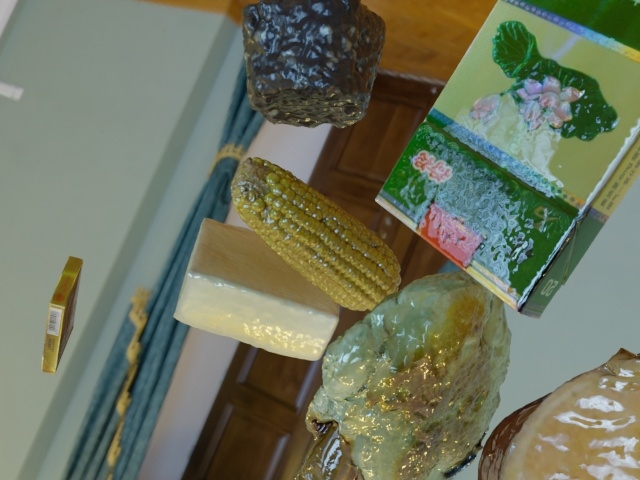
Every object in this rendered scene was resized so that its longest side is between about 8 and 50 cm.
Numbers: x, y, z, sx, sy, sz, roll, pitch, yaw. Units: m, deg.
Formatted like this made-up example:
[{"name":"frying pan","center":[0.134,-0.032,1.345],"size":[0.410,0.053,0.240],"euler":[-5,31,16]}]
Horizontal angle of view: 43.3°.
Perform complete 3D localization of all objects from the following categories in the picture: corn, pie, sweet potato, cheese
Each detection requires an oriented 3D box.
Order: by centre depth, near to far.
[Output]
[{"name":"sweet potato","center":[0.151,0.152,0.459],"size":[0.131,0.131,0.336],"euler":[21,168,15]},{"name":"pie","center":[0.101,0.159,0.848],"size":[0.257,0.274,0.105],"euler":[-5,-151,-30]},{"name":"corn","center":[0.000,0.000,1.155],"size":[0.322,0.119,0.119],"euler":[40,168,-23]},{"name":"cheese","center":[-0.109,0.084,1.442],"size":[0.265,0.124,0.242],"euler":[19,-152,-9]}]

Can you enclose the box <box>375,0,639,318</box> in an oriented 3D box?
[{"name":"box","center":[0.138,-0.087,0.462],"size":[0.034,0.235,0.132],"euler":[17,-161,-47]}]

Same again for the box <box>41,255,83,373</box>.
[{"name":"box","center":[-0.349,0.103,1.088],"size":[0.022,0.089,0.156],"euler":[17,135,-8]}]

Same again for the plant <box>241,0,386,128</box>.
[{"name":"plant","center":[-0.010,-0.355,1.333],"size":[0.215,0.312,0.213],"euler":[-2,166,23]}]
